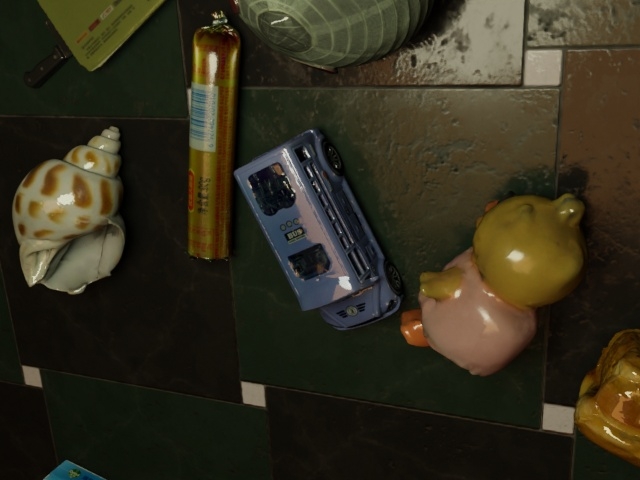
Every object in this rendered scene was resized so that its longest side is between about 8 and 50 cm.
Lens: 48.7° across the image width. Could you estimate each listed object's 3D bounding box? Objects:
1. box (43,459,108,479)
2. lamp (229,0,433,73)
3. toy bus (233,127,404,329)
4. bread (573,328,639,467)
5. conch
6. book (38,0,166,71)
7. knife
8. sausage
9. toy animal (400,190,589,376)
[{"bbox_3d":[-0.491,0.566,1.442,0.139,0.073,0.194,19,115,15],"label":"box"},{"bbox_3d":[0.004,-0.317,0.833,0.265,0.233,0.233,33,118,1],"label":"lamp"},{"bbox_3d":[0.000,0.000,1.002,0.125,0.133,0.292,-23,98,27],"label":"toy bus"},{"bbox_3d":[0.489,0.239,0.854,0.344,0.195,0.149,22,110,17],"label":"bread"},{"bbox_3d":[-0.396,-0.053,1.142,0.275,0.183,0.149,-47,45,22],"label":"conch"},{"bbox_3d":[-0.360,-0.461,1.042,0.239,0.035,0.352,-33,92,25],"label":"book"},{"bbox_3d":[-0.401,-0.332,1.120,0.245,0.019,0.072,-32,91,25],"label":"knife"},{"bbox_3d":[-0.160,-0.147,1.049,0.082,0.082,0.371,12,112,18],"label":"sausage"},{"bbox_3d":[0.232,0.049,0.908,0.195,0.169,0.281,16,116,-31],"label":"toy animal"}]
